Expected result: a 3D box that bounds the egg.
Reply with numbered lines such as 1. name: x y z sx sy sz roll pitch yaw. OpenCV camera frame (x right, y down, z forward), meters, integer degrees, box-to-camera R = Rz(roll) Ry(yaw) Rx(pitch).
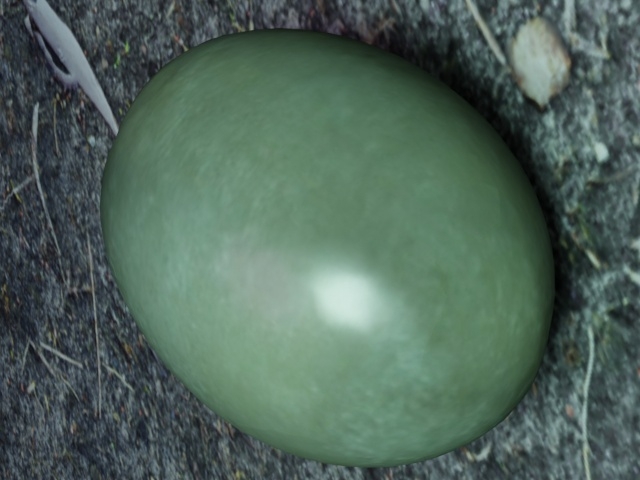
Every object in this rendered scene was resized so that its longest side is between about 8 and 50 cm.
1. egg: 0.000 0.000 1.114 0.352 0.259 0.258 43 134 53
